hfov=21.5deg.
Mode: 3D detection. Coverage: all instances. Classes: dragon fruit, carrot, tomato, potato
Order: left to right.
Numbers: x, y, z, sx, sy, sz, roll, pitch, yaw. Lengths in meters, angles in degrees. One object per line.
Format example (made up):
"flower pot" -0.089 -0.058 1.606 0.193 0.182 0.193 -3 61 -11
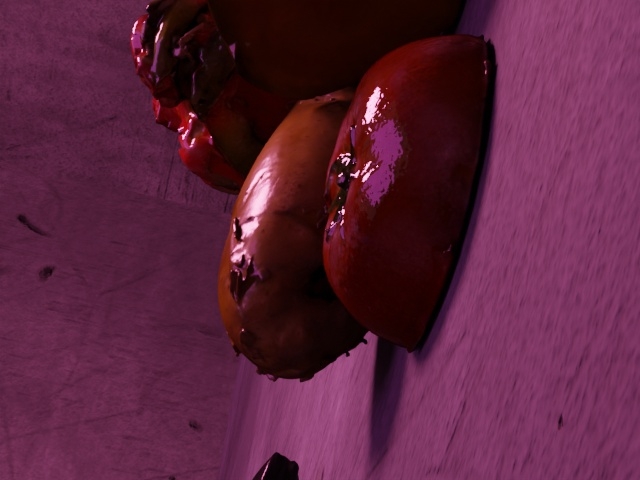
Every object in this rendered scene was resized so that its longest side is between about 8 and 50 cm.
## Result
"dragon fruit" -0.052 -0.157 1.585 0.237 0.231 0.302 -58 -22 19
"potato" -0.001 -0.012 1.372 0.300 0.140 0.173 -70 -2 -49
"carrot" 0.012 -0.302 1.416 0.241 0.241 0.341 107 170 -45
"tomato" 0.052 -0.040 1.160 0.225 0.085 0.225 -166 90 -83

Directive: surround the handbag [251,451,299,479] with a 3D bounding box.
"handbag" -0.075 0.347 1.684 0.332 0.075 0.192 108 174 -60
